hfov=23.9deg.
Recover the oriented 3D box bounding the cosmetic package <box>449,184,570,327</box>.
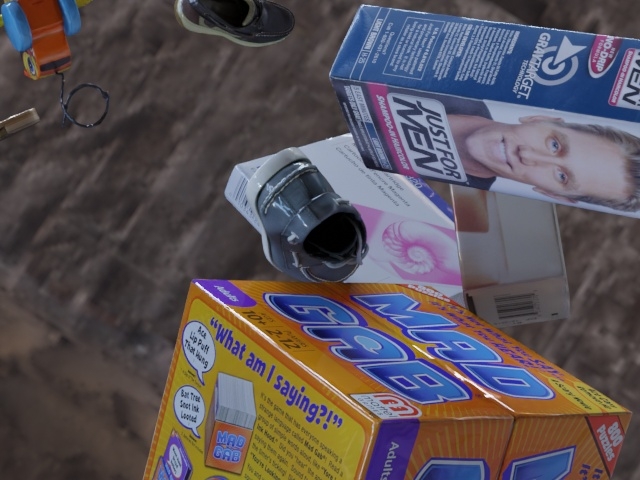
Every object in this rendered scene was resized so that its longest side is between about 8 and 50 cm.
[{"bbox_3d":[0.229,-0.054,1.900,0.153,0.129,0.296,64,-160,-63],"label":"cosmetic package"}]

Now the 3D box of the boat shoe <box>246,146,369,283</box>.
[{"bbox_3d":[0.000,0.000,1.761,0.116,0.099,0.319,-41,-24,-5],"label":"boat shoe"}]

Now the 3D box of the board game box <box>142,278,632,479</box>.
[{"bbox_3d":[0.051,0.274,1.664,0.356,0.356,0.356,33,114,49],"label":"board game box"}]

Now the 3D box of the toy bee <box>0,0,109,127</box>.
[{"bbox_3d":[-0.411,-0.292,2.143,0.162,0.195,0.298,159,111,-68],"label":"toy bee"}]

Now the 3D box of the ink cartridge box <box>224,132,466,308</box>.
[{"bbox_3d":[0.092,-0.019,2.069,0.330,0.324,0.071,-21,-35,-40],"label":"ink cartridge box"}]

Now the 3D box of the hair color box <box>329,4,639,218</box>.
[{"bbox_3d":[0.199,-0.133,1.571,0.105,0.347,0.174,-67,-27,-25],"label":"hair color box"}]

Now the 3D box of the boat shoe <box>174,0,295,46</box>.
[{"bbox_3d":[-0.088,-0.250,1.689,0.049,0.152,0.056,-14,80,54],"label":"boat shoe"}]

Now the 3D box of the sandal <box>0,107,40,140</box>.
[{"bbox_3d":[-0.535,-0.167,2.248,0.240,0.079,0.088,-29,6,-35],"label":"sandal"}]
